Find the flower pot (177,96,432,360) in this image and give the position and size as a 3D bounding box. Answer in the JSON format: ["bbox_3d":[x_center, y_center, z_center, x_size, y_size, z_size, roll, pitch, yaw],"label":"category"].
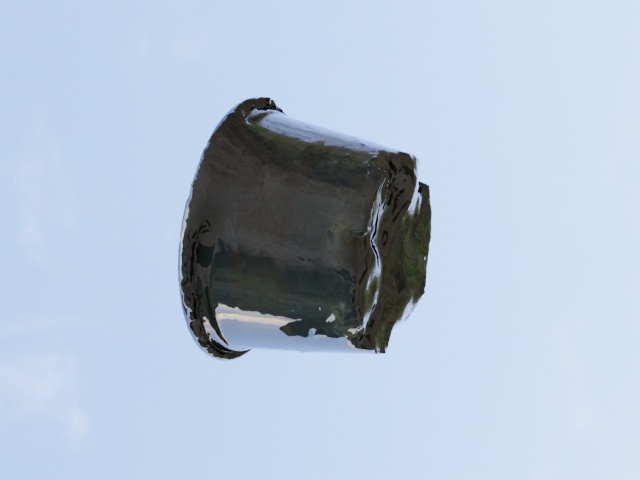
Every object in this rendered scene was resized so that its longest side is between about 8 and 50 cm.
[{"bbox_3d":[0.000,0.000,0.899,0.157,0.107,0.157,8,-90,-69],"label":"flower pot"}]
